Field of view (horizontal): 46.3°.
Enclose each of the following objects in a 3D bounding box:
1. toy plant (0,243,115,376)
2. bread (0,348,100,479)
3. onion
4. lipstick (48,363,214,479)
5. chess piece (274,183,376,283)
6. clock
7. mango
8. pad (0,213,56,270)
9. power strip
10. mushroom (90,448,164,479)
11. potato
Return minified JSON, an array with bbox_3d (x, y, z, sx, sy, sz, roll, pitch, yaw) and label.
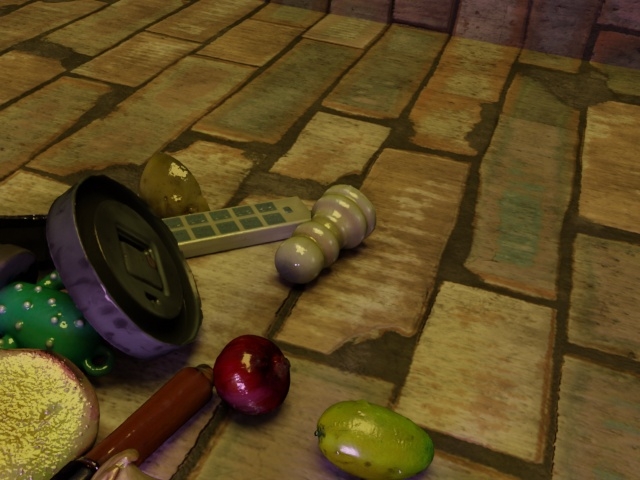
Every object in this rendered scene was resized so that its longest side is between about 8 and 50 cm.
[{"bbox_3d":[-0.505,0.111,1.208,0.400,0.185,0.279,27,28,3],"label":"toy plant"},{"bbox_3d":[-0.423,0.252,1.042,0.228,0.033,0.228,7,60,-12],"label":"bread"},{"bbox_3d":[-0.104,0.209,1.166,0.131,0.131,0.131,4,34,-3],"label":"onion"},{"bbox_3d":[-0.284,0.302,1.042,0.077,0.077,0.418,22,35,23],"label":"lipstick"},{"bbox_3d":[0.000,0.000,1.510,0.133,0.133,0.243,22,44,24],"label":"chess piece"},{"bbox_3d":[-0.315,0.043,1.234,0.067,0.325,0.325,-30,33,13],"label":"clock"},{"bbox_3d":[0.081,0.289,1.095,0.178,0.100,0.119,15,31,0],"label":"mango"},{"bbox_3d":[-0.578,0.009,1.362,0.233,0.174,0.022,-1,54,-12],"label":"pad"},{"bbox_3d":[-0.173,-0.030,1.584,0.367,0.043,0.106,-11,38,-24],"label":"power strip"},{"bbox_3d":[-0.195,0.346,0.948,0.212,0.097,0.088,32,2,3],"label":"mushroom"},{"bbox_3d":[-0.320,-0.111,1.599,0.149,0.120,0.081,16,33,29],"label":"potato"}]
